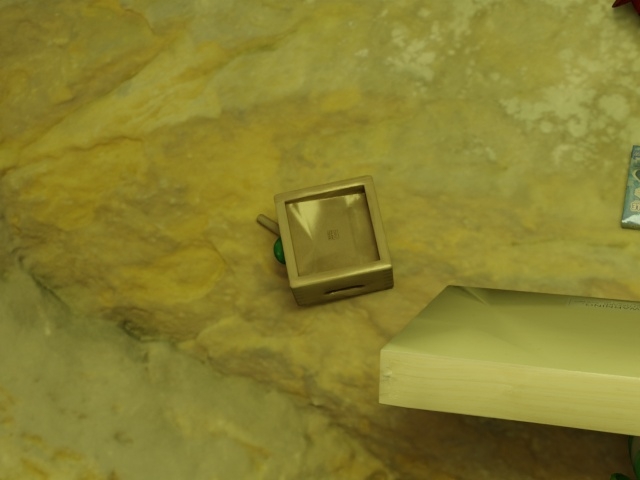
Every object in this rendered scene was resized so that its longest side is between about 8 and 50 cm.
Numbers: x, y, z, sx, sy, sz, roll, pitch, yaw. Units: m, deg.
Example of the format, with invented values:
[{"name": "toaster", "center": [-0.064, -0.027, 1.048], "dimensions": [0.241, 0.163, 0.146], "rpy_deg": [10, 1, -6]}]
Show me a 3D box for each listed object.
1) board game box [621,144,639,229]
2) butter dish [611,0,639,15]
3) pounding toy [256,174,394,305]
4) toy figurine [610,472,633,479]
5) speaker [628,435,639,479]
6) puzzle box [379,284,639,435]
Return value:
[{"name": "board game box", "center": [0.368, -0.052, 1.074], "dimensions": [0.090, 0.020, 0.090], "rpy_deg": [7, 76, 19]}, {"name": "butter dish", "center": [0.406, -0.252, 1.076], "dimensions": [0.160, 0.160, 0.118], "rpy_deg": [-25, 90, 9]}, {"name": "pounding toy", "center": [0.000, 0.000, 1.141], "dimensions": [0.141, 0.100, 0.130], "rpy_deg": [-12, 69, 2]}, {"name": "toy figurine", "center": [0.282, 0.330, 0.940], "dimensions": [0.173, 0.130, 0.159], "rpy_deg": [40, 101, 1]}, {"name": "speaker", "center": [0.357, 0.221, 0.831], "dimensions": [0.131, 0.296, 0.131], "rpy_deg": [-1, 103, -5]}, {"name": "puzzle box", "center": [0.282, 0.108, 0.914], "dimensions": [0.409, 0.272, 0.052], "rpy_deg": [5, 100, 19]}]
